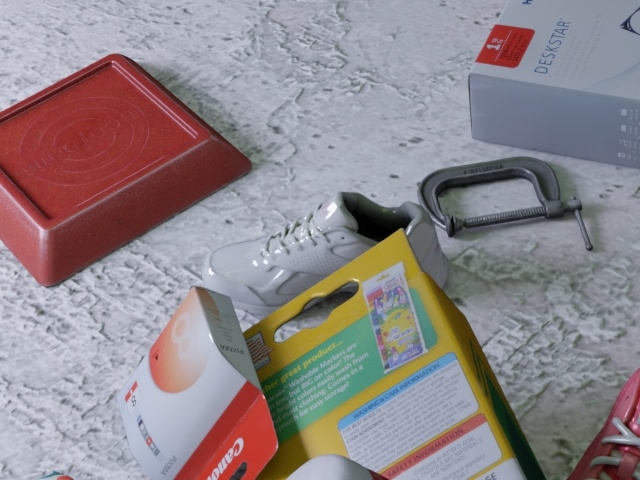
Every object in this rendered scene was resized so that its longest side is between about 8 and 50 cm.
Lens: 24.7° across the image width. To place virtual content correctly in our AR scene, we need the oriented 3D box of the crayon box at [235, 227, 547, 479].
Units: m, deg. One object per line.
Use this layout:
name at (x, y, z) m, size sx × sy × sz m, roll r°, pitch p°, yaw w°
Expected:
crayon box at (0.051, 0.167, 1.154) m, size 0.203 × 0.083 × 0.323 m, roll -33°, pitch 44°, yaw 11°

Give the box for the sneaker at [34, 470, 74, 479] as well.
sneaker at (-0.265, 0.247, 1.210) m, size 0.161 × 0.057 × 0.075 m, roll -32°, pitch 32°, yaw -19°

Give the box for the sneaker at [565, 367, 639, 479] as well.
sneaker at (0.243, 0.169, 1.130) m, size 0.116 × 0.136 × 0.314 m, roll 22°, pitch 53°, yaw 29°

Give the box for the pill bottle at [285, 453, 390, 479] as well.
pill bottle at (0.098, 0.282, 0.931) m, size 0.318 × 0.176 × 0.176 m, roll 30°, pitch 47°, yaw -12°

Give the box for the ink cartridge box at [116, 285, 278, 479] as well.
ink cartridge box at (-0.107, 0.150, 1.215) m, size 0.045 × 0.145 × 0.179 m, roll 19°, pitch 31°, yaw -31°

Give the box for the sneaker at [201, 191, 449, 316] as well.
sneaker at (0.000, 0.000, 1.357) m, size 0.232 × 0.115 × 0.090 m, roll -7°, pitch 44°, yaw 3°

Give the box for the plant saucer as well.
plant saucer at (-0.248, -0.095, 1.548) m, size 0.258 × 0.048 × 0.259 m, roll -32°, pitch 49°, yaw -20°

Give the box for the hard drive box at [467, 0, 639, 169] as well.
hard drive box at (0.290, -0.171, 1.497) m, size 0.232 × 0.089 × 0.181 m, roll 11°, pitch 48°, yaw 21°

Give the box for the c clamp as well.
c clamp at (0.176, -0.037, 1.430) m, size 0.160 × 0.022 × 0.137 m, roll -6°, pitch 45°, yaw 4°
